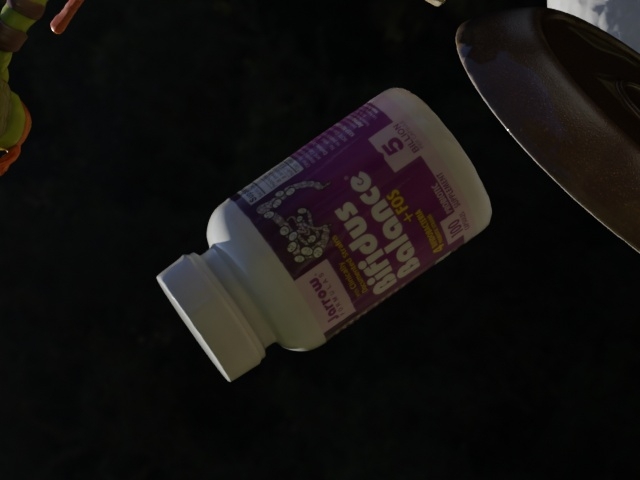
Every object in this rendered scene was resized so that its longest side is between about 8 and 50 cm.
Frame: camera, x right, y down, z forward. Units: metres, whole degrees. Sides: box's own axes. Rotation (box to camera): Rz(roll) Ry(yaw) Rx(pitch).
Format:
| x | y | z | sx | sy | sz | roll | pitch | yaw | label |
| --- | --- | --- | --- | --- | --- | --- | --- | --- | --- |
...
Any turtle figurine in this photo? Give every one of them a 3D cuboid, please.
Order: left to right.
| x | y | z | sx | sy | sz | roll | pitch | yaw | label |
| --- | --- | --- | --- | --- | --- | --- | --- | --- | --- |
| -0.260 | -0.079 | 1.196 | 0.269 | 0.087 | 0.217 | -50 | -28 | 17 | turtle figurine |

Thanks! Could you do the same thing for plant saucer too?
| x | y | z | sx | sy | sz | roll | pitch | yaw | label |
| --- | --- | --- | --- | --- | --- | --- | --- | --- | --- |
| 0.231 | -0.070 | 1.308 | 0.050 | 0.311 | 0.310 | -52 | 8 | 22 | plant saucer |

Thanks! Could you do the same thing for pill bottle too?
| x | y | z | sx | sy | sz | roll | pitch | yaw | label |
| --- | --- | --- | --- | --- | --- | --- | --- | --- | --- |
| 0.000 | 0.000 | 1.769 | 0.301 | 0.169 | 0.169 | -36 | 1 | -7 | pill bottle |

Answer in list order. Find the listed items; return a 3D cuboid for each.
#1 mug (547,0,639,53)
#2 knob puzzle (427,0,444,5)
| x | y | z | sx | sy | sz | roll | pitch | yaw | label |
| --- | --- | --- | --- | --- | --- | --- | --- | --- | --- |
| 0.429 | -0.200 | 1.908 | 0.374 | 0.328 | 0.276 | -27 | -9 | -5 | mug |
| 0.057 | -0.333 | 1.687 | 0.030 | 0.213 | 0.213 | -24 | 36 | 56 | knob puzzle |
